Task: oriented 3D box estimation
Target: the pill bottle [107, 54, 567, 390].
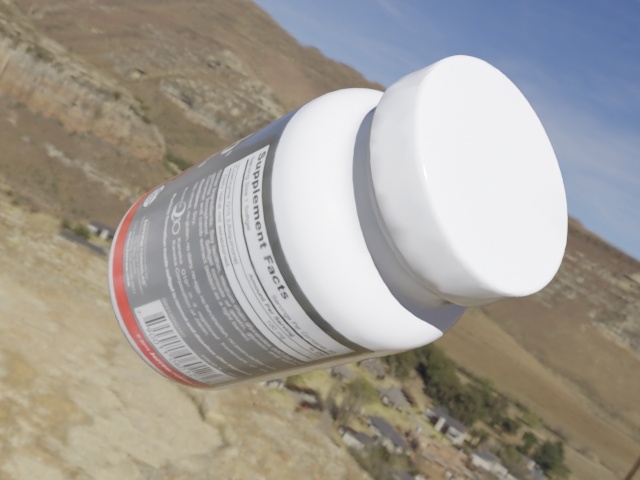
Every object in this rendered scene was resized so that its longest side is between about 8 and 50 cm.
[{"bbox_3d":[0.000,0.000,0.674,0.210,0.210,0.363,24,-31,-37],"label":"pill bottle"}]
